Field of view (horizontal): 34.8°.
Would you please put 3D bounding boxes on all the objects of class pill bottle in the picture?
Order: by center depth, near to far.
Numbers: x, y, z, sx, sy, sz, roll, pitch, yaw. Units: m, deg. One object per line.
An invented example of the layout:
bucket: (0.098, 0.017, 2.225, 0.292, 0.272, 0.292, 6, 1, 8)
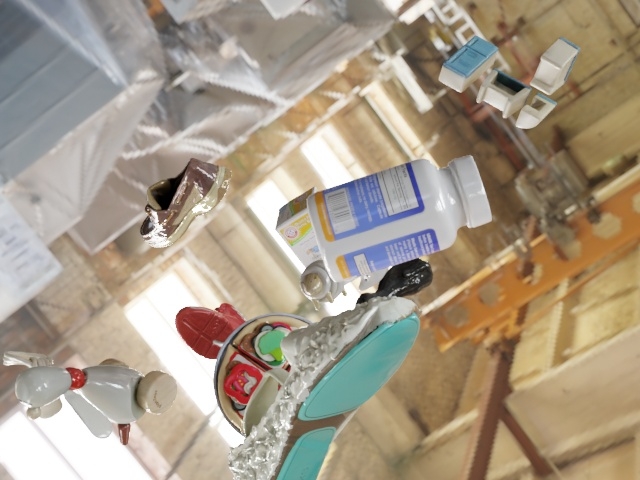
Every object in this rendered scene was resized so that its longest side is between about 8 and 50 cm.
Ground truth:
pill bottle: (0.127, -0.042, 1.630, 0.272, 0.152, 0.152, -18, -171, 5)

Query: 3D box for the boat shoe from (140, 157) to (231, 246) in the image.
boat shoe: (-0.332, -0.091, 2.278, 0.342, 0.123, 0.123, -29, -138, 50)

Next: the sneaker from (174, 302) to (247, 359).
sneaker: (-0.200, 0.158, 1.881, 0.087, 0.221, 0.128, -53, -139, 2)

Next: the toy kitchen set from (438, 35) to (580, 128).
toy kitchen set: (0.344, -0.325, 1.813, 0.122, 0.207, 0.166, -43, 159, -37)

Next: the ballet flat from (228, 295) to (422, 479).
ballet flat: (-0.022, 0.195, 1.306, 0.409, 0.147, 0.147, -60, 174, 31)

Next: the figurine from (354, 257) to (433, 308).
figurine: (0.147, 0.067, 2.143, 0.209, 0.092, 0.215, -38, 149, -28)

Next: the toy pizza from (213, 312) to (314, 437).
toy pizza: (-0.058, 0.206, 1.516, 0.201, 0.201, 0.032, -40, 176, -16)

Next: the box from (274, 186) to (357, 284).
box: (0.000, 0.000, 2.275, 0.103, 0.203, 0.114, -31, -157, 17)

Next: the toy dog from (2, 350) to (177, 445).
toy dog: (-0.434, 0.312, 1.918, 0.333, 0.161, 0.220, 9, 180, -35)

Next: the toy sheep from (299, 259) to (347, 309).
toy sheep: (0.007, 0.079, 1.944, 0.091, 0.091, 0.132, -34, 174, 25)
